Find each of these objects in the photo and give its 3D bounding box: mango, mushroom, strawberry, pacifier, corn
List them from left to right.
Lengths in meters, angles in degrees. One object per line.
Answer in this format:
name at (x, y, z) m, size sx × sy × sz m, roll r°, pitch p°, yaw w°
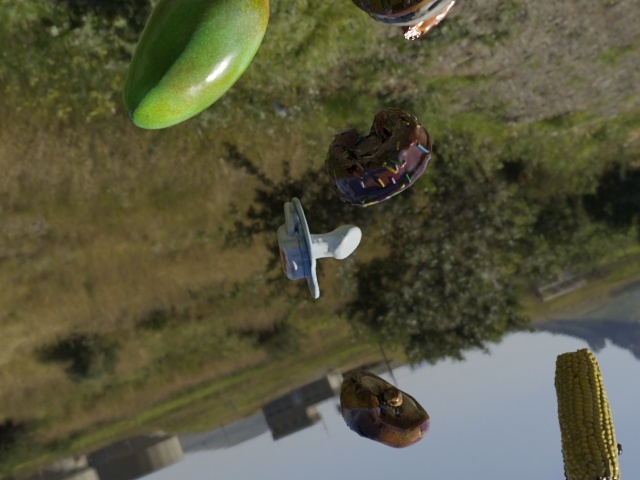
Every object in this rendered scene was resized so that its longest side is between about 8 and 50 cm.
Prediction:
mango at (-0.229, -0.355, 1.577) m, size 0.382 × 0.201 × 0.225 m, roll -57°, pitch -159°, yaw -23°
pacifier at (0.000, 0.000, 2.131) m, size 0.207 × 0.227 × 0.279 m, roll -11°, pitch 141°, yaw -4°
mushroom at (0.141, 0.402, 2.032) m, size 0.138 × 0.231 × 0.194 m, roll -59°, pitch -178°, yaw -4°
strawberry at (0.239, -0.559, 1.970) m, size 0.140 × 0.085 × 0.192 m, roll -15°, pitch 129°, yaw -38°
corn at (0.522, 0.360, 1.705) m, size 0.115 × 0.317 × 0.115 m, roll 1°, pitch 148°, yaw 0°

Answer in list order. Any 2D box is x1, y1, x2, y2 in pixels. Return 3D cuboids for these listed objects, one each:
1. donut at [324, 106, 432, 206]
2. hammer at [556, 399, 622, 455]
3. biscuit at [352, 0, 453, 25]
donut at (0.108, -0.174, 1.761) m, size 0.230 × 0.216 × 0.096 m, roll -12°, pitch 133°, yaw 26°
hammer at (0.596, 0.419, 1.937) m, size 0.021 × 0.178 × 0.065 m, roll -39°, pitch 147°, yaw -19°
biscuit at (0.186, -0.610, 1.818) m, size 0.332 × 0.332 × 0.103 m, roll -27°, pitch 155°, yaw 32°
